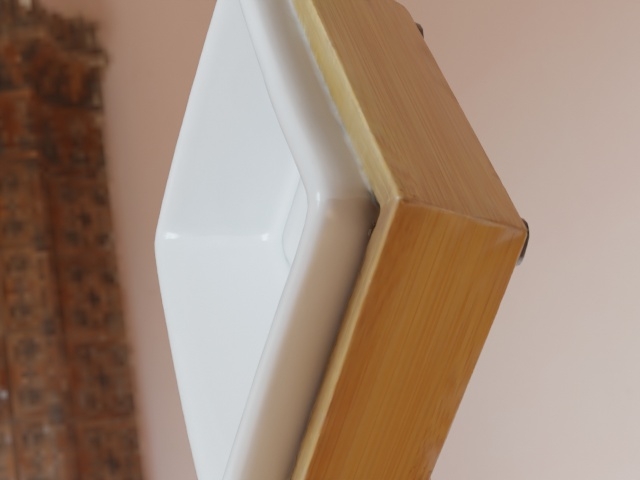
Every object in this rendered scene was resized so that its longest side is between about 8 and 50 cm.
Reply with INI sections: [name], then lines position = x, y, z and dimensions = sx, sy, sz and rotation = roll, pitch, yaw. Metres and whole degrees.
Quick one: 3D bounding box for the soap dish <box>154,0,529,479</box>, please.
[soap dish]
position = 0.000, 0.000, 0.965
dimensions = 0.118, 0.291, 0.229
rotation = 7, -59, -18
